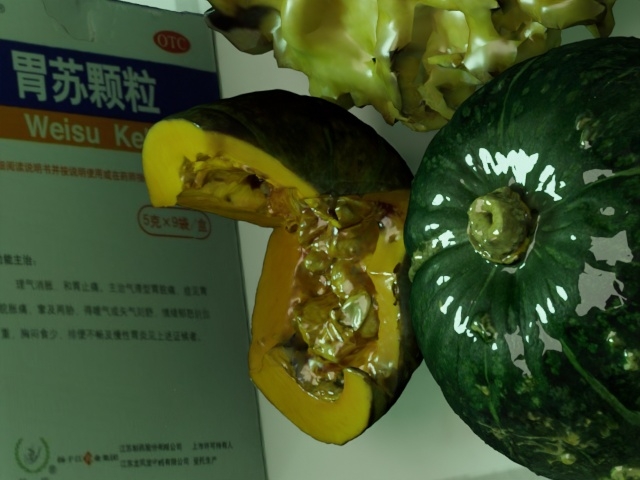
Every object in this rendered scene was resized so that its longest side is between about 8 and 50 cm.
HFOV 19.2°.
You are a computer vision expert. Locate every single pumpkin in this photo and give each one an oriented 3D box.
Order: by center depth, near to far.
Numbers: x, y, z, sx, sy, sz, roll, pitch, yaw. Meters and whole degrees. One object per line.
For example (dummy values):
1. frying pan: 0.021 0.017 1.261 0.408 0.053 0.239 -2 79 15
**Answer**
1. pumpkin: 0.119 0.008 0.800 0.190 0.146 0.190 3 95 36
2. pumpkin: 0.000 0.000 0.949 0.119 0.107 0.183 -6 113 52

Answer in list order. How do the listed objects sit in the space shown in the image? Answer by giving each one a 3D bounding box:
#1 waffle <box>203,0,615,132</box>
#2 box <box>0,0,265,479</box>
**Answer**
1. waffle: 0.013 -0.238 0.869 0.380 0.095 0.382 59 147 5
2. box: -0.148 0.017 1.037 0.106 0.200 0.299 -16 76 43
